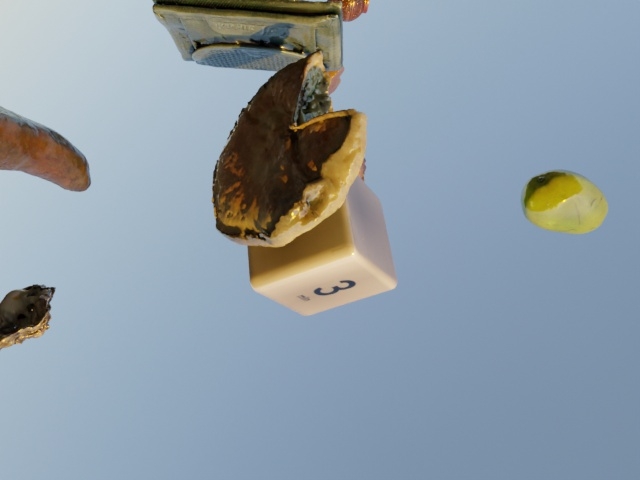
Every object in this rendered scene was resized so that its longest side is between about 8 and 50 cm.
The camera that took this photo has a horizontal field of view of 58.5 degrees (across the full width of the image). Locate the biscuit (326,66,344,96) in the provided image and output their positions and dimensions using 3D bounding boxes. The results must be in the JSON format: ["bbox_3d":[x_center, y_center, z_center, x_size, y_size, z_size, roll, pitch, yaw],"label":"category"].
[{"bbox_3d":[-0.032,-0.354,1.437,0.239,0.041,0.212,-43,179,-33],"label":"biscuit"}]

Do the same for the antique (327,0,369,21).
[{"bbox_3d":[0.064,-0.581,1.381,0.104,0.104,0.104,-20,-127,28],"label":"antique"}]

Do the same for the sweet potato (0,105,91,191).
[{"bbox_3d":[-0.308,-0.093,0.545,0.075,0.273,0.075,0,-91,11],"label":"sweet potato"}]

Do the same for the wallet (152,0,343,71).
[{"bbox_3d":[-0.127,-0.386,1.106,0.342,0.237,0.075,4,-97,2],"label":"wallet"}]

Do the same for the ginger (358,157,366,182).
[{"bbox_3d":[0.034,-0.081,1.280,0.176,0.254,0.418,17,-61,36],"label":"ginger"}]

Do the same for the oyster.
[{"bbox_3d":[-0.721,0.190,1.352,0.223,0.083,0.214,-41,-148,-28],"label":"oyster"}]

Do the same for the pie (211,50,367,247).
[{"bbox_3d":[-0.064,-0.139,0.915,0.338,0.075,0.337,-22,-124,37],"label":"pie"}]

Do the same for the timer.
[{"bbox_3d":[0.000,0.000,0.999,0.195,0.192,0.194,-21,-120,21],"label":"timer"}]

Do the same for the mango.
[{"bbox_3d":[0.443,-0.072,1.035,0.089,0.163,0.117,-95,-163,-52],"label":"mango"}]
